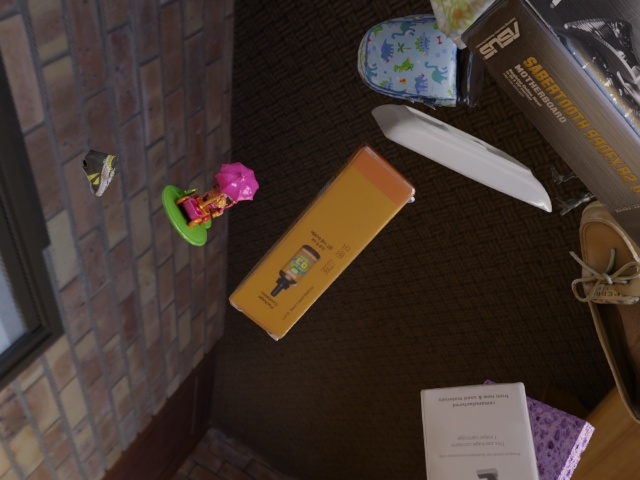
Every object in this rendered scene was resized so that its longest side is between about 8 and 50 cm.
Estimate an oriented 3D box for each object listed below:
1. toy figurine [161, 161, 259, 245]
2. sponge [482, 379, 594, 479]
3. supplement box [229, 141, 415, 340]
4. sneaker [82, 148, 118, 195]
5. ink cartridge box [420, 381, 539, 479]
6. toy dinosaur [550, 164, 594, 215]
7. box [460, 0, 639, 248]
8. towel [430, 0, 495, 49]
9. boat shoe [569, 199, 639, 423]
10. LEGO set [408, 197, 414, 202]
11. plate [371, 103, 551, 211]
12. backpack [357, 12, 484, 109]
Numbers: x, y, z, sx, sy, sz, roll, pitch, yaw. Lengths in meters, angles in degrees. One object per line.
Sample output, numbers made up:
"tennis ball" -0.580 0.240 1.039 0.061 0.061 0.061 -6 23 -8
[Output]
"toy figurine" -0.188 -0.085 1.137 0.159 0.173 0.130 -28 90 13
"sponge" 0.336 0.321 1.005 0.031 0.117 0.210 36 168 -29
"supplement box" 0.000 0.000 0.683 0.078 0.080 0.233 41 100 -8
"sneaker" -0.262 -0.082 0.702 0.035 0.031 0.083 29 145 -14
"ink cartridge box" 0.194 0.327 0.673 0.117 0.283 0.207 -8 150 16
"toy dinosaur" 0.485 -0.104 1.080 0.118 0.268 0.064 -14 119 26
"box" 0.221 -0.136 0.383 0.183 0.231 0.056 46 157 -7
"towel" 0.269 -0.501 0.824 0.374 0.090 0.321 -35 63 49
"boat shoe" 0.386 0.088 0.739 0.285 0.089 0.104 65 157 -5
"LEGO set" 0.172 -0.170 1.972 0.182 0.060 0.244 44 160 -20
"plate" 0.224 -0.154 0.982 0.278 0.277 0.045 23 109 -8
"backpack" 0.291 -0.544 1.784 0.355 0.273 0.290 17 117 28
